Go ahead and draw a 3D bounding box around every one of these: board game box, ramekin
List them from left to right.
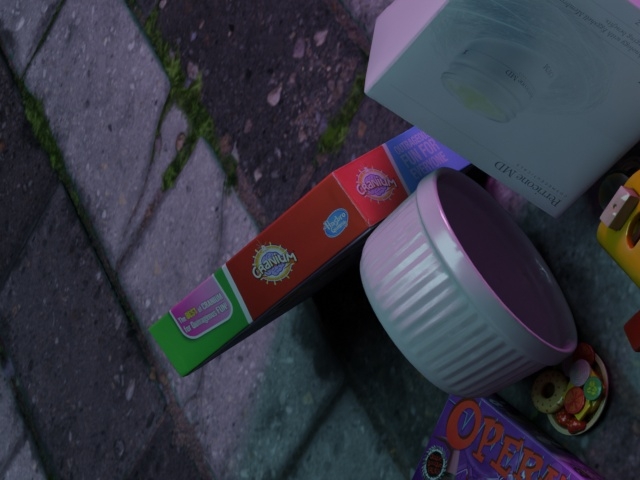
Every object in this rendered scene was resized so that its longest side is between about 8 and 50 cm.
[{"bbox_3d":[0.000,0.000,1.920,0.316,0.242,0.064,-39,85,39],"label":"board game box"},{"bbox_3d":[0.128,0.046,1.722,0.109,0.207,0.207,-37,47,20],"label":"ramekin"},{"bbox_3d":[0.187,0.291,1.705,0.347,0.056,0.208,38,104,54],"label":"board game box"}]

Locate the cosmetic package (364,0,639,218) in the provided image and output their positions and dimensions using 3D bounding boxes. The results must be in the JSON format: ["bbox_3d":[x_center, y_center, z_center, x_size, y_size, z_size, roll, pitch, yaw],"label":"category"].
[{"bbox_3d":[0.196,-0.178,1.692,0.224,0.224,0.138,-47,20,35],"label":"cosmetic package"}]

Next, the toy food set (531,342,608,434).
[{"bbox_3d":[0.231,0.135,1.725,0.082,0.020,0.083,-57,38,23],"label":"toy food set"}]

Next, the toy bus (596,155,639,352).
[{"bbox_3d":[0.291,-0.013,1.625,0.202,0.104,0.191,-18,62,50],"label":"toy bus"}]
